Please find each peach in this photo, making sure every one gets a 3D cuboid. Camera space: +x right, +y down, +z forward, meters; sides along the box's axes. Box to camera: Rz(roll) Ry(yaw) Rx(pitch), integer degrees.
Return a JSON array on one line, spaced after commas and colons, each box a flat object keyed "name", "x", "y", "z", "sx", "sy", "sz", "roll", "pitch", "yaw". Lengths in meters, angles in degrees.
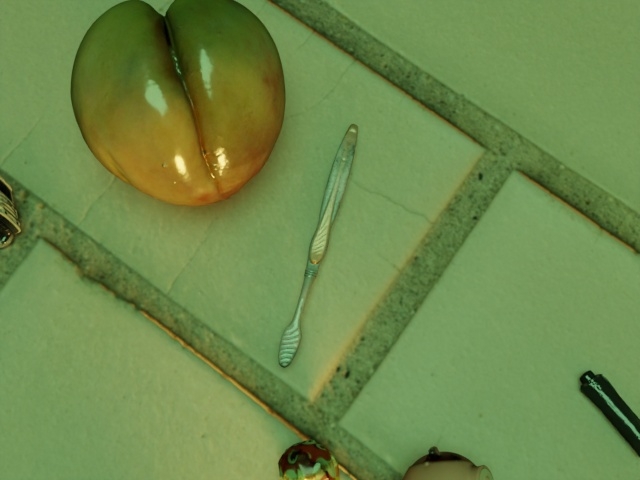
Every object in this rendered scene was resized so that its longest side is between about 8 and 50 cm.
[{"name": "peach", "x": -0.186, "y": -0.190, "z": 1.093, "sx": 0.292, "sy": 0.247, "sz": 0.293, "roll": -1, "pitch": 94, "yaw": -22}]

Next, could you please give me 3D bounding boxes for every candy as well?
[{"name": "candy", "x": -0.004, "y": 0.402, "z": 1.027, "sx": 0.078, "sy": 0.084, "sz": 0.288, "roll": -6, "pitch": 83, "yaw": -5}]

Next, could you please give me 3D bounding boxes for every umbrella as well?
[{"name": "umbrella", "x": 0.403, "y": 0.232, "z": 1.086, "sx": 0.036, "sy": 0.031, "sz": 0.133, "roll": -31, "pitch": 76, "yaw": -34}]

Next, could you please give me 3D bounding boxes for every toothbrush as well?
[{"name": "toothbrush", "x": 0.000, "y": 0.000, "z": 1.145, "sx": 0.028, "sy": 0.037, "sz": 0.376, "roll": 15, "pitch": 75, "yaw": 4}]

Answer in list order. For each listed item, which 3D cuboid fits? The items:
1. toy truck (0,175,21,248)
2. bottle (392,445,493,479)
[{"name": "toy truck", "x": -0.546, "y": -0.039, "z": 1.123, "sx": 0.226, "sy": 0.098, "sz": 0.114, "roll": -12, "pitch": 70, "yaw": -1}, {"name": "bottle", "x": 0.160, "y": 0.379, "z": 0.996, "sx": 0.147, "sy": 0.147, "sz": 0.237, "roll": -3, "pitch": 68, "yaw": -1}]
